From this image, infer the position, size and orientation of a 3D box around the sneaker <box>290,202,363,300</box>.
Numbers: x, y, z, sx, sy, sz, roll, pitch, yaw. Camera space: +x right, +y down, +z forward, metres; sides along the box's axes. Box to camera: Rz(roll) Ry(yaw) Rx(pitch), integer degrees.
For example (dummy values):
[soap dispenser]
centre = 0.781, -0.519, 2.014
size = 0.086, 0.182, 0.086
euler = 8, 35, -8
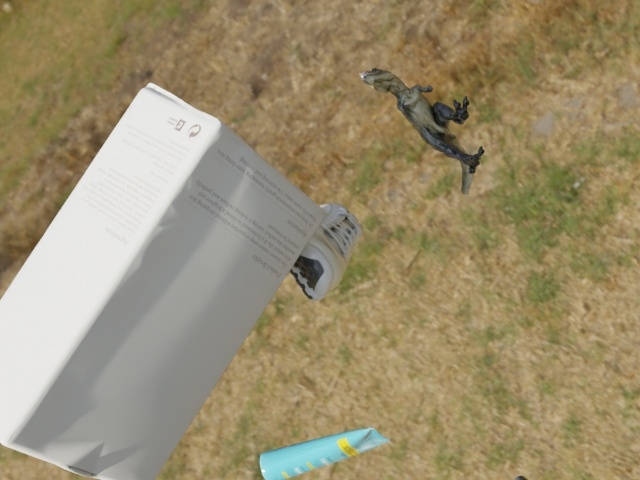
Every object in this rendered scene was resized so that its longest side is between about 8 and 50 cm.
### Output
[sneaker]
centre = 0.000, 0.000, 1.279
size = 0.118, 0.110, 0.292
euler = -31, 9, -1

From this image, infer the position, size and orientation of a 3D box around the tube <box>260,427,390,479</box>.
[tube]
centre = 0.005, 0.341, 1.576
size = 0.207, 0.080, 0.052
euler = -20, 64, 14

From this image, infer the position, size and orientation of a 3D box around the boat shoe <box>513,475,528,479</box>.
[boat shoe]
centre = 0.355, 0.468, 1.734
size = 0.048, 0.133, 0.042
euler = -22, 46, -22

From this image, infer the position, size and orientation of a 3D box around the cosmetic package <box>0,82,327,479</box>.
[cosmetic package]
centre = -0.192, 0.058, 1.062
size = 0.156, 0.217, 0.385
euler = 30, 83, 42

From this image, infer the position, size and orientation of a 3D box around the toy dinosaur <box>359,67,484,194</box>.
[toy dinosaur]
centre = 0.165, -0.146, 1.309
size = 0.064, 0.268, 0.118
euler = -50, 32, -10
